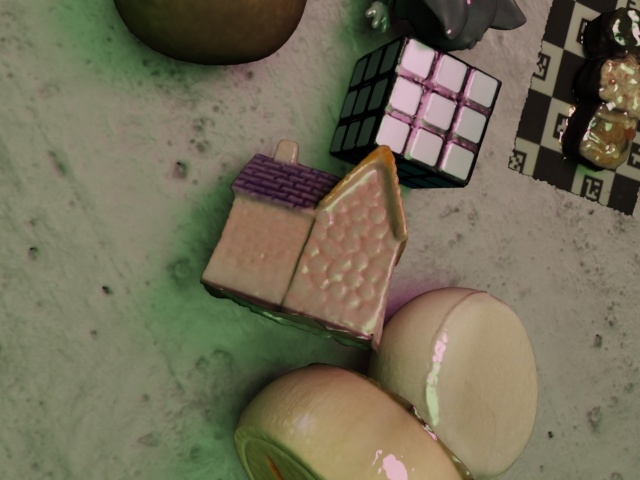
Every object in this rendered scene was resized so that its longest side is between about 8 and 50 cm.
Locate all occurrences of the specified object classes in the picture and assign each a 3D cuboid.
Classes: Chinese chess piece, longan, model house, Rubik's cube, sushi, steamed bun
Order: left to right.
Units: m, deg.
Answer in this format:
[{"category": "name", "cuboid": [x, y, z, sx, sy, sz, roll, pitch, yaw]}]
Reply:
[{"category": "longan", "cuboid": [-0.127, -0.335, 0.724, 0.245, 0.215, 0.246, 13, 59, -23]}, {"category": "model house", "cuboid": [0.000, 0.000, 0.797, 0.236, 0.202, 0.238, 17, 79, 13]}, {"category": "Chinese chess piece", "cuboid": [0.038, 0.316, 0.759, 0.140, 0.338, 0.338, -36, 105, -33]}, {"category": "Rubik's cube", "cuboid": [0.128, -0.173, 0.844, 0.162, 0.160, 0.163, 17, 89, -19]}, {"category": "steamed bun", "cuboid": [0.177, 0.208, 0.870, 0.282, 0.177, 0.283, 7, 79, -41]}, {"category": "sushi", "cuboid": [0.506, -0.256, 1.000, 0.296, 0.100, 0.373, 17, 88, -19]}]

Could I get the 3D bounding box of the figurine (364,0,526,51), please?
[{"category": "figurine", "cuboid": [0.159, -0.372, 0.829, 0.193, 0.140, 0.266, -10, 81, -40]}]
